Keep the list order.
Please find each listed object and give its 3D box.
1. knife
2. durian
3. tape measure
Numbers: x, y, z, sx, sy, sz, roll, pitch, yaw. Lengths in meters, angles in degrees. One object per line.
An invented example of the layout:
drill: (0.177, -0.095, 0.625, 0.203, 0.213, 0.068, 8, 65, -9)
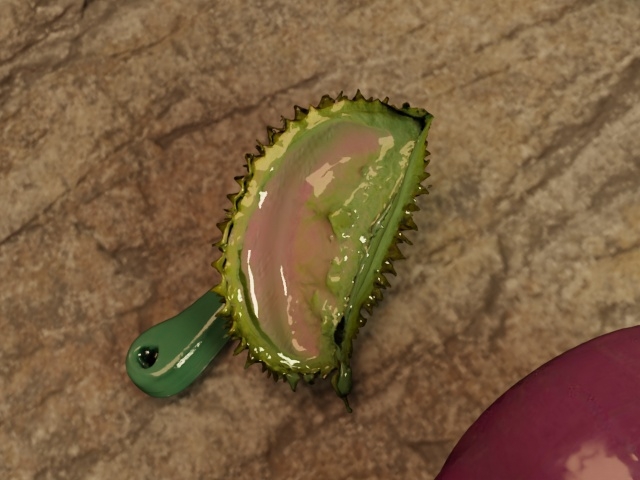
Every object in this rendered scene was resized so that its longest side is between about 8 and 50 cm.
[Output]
knife: (-0.046, 0.017, 1.446, 0.260, 0.034, 0.063, -44, 46, -7)
durian: (-0.004, 0.000, 1.379, 0.137, 0.095, 0.221, 17, 86, 3)
tape measure: (0.164, 0.164, 1.130, 0.245, 0.231, 0.149, -35, 53, 2)
